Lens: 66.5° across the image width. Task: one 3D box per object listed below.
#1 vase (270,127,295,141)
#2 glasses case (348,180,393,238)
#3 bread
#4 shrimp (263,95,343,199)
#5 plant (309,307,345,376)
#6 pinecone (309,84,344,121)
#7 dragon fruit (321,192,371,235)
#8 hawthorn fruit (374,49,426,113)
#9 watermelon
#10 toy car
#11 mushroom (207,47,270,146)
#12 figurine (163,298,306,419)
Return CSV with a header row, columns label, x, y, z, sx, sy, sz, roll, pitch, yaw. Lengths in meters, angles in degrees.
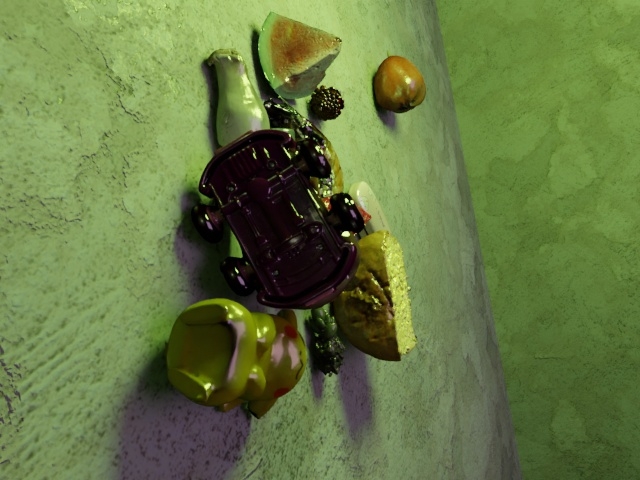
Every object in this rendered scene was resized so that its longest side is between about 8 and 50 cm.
label,x,y,z,sx,sy,sz,roll,pitch,yaw
vase,-0.093,-0.138,1.097,0.086,0.086,0.214,-12,99,-61
glasses case,0.163,-0.049,1.531,0.297,0.075,0.113,60,36,-30
bread,0.137,0.153,1.319,0.194,0.179,0.340,11,69,-61
shrimp,-0.043,-0.195,1.230,0.365,0.071,0.233,40,56,-48
plant,0.013,0.238,1.178,0.085,0.087,0.174,144,-66,-83
pinecone,0.016,-0.387,1.370,0.109,0.102,0.102,-103,171,-68
dragon fruit,-0.010,-0.005,1.182,0.126,0.161,0.274,46,43,-1
hawthorn fruit,0.284,-0.603,1.830,0.199,0.199,0.251,4,66,-60
watermelon,-0.058,-0.462,1.206,0.136,0.202,0.207,-142,-143,-74
toy car,-0.064,-0.029,0.943,0.341,0.271,0.240,62,5,8
mushroom,-0.164,-0.287,1.009,0.116,0.093,0.225,-4,90,-40
figurine,-0.130,0.208,0.844,0.326,0.169,0.218,28,73,-52
